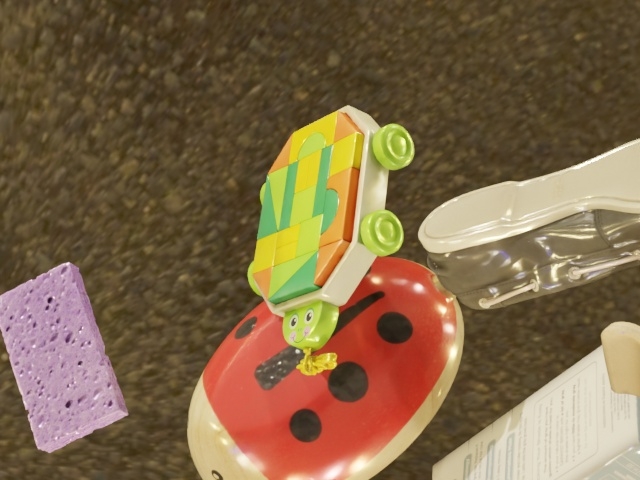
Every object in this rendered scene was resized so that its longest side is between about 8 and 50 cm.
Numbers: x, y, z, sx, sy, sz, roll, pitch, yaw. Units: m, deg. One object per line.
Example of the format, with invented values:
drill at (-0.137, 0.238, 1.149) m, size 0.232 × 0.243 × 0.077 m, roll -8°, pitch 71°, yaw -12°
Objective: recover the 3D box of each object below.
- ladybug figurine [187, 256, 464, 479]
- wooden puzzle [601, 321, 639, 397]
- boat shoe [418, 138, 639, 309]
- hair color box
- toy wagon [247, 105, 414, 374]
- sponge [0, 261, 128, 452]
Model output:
ladybug figurine at (-0.005, 0.181, 1.921) m, size 0.449 × 0.162 × 0.305 m, roll -40°, pitch 57°, yaw 4°
wooden puzzle at (0.318, 0.163, 1.075) m, size 0.044 × 0.221 × 0.238 m, roll -43°, pitch 68°, yaw -2°
boat shoe at (0.248, -0.013, 1.211) m, size 0.095 × 0.335 × 0.112 m, roll 60°, pitch 35°, yaw -27°
hair color box at (0.288, 0.286, 1.706) m, size 0.114 × 0.374 × 0.185 m, roll 33°, pitch 39°, yaw -19°
toy wagon at (0.000, 0.000, 1.796) m, size 0.068 × 0.267 × 0.344 m, roll 23°, pitch 63°, yaw -31°
sponge at (-0.322, 0.142, 1.728) m, size 0.117 × 0.031 × 0.210 m, roll -27°, pitch 67°, yaw 11°
